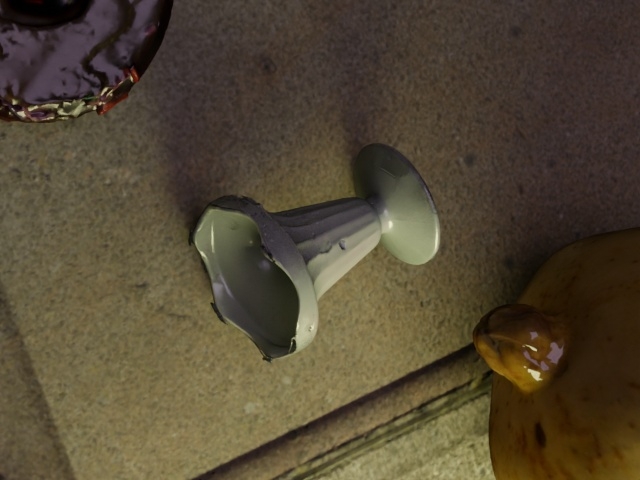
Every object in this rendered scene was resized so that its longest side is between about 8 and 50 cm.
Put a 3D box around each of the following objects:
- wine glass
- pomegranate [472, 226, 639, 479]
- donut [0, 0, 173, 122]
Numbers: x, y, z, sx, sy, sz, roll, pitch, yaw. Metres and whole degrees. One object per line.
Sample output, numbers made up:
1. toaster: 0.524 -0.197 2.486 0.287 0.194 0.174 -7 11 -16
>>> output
1. wine glass: 0.000 0.000 1.619 0.196 0.165 0.165 -29 105 -26
2. pomegranate: 0.318 0.156 1.666 0.410 0.410 0.410 -1 93 -26
3. donut: -0.253 -0.232 1.513 0.270 0.103 0.269 -2 94 -23
